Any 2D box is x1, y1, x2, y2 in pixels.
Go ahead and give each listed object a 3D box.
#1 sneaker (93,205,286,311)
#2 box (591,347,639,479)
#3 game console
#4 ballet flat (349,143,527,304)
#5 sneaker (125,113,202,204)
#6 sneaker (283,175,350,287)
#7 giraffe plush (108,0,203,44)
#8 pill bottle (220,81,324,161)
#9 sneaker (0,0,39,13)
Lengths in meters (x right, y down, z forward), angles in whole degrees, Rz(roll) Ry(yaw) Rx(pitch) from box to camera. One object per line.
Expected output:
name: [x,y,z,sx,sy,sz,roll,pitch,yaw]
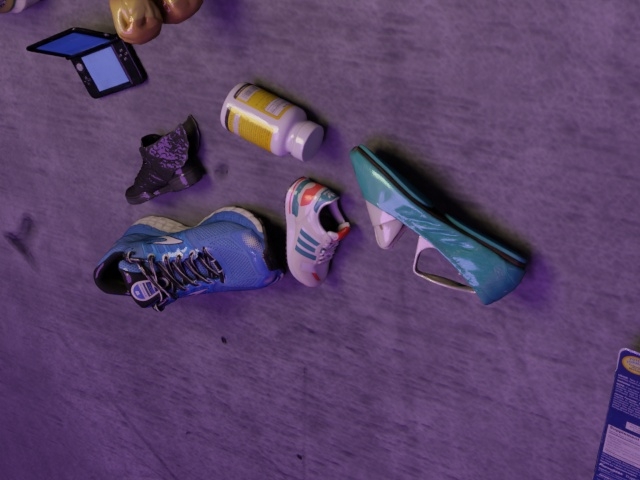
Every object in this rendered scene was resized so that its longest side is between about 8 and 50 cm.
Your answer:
sneaker: [-0.187,0.043,1.521,0.330,0.147,0.129,-6,117,42]
box: [0.392,0.217,1.253,0.136,0.036,0.225,22,134,26]
game console: [-0.311,-0.234,1.464,0.122,0.071,0.107,-8,116,44]
ballet flat: [0.115,-0.010,1.259,0.247,0.083,0.087,36,97,9]
sneaker: [-0.221,-0.108,1.507,0.170,0.051,0.089,-12,113,40]
sneaker: [0.000,0.000,1.396,0.075,0.057,0.161,21,130,35]
giraffe plush: [-0.240,-0.340,1.268,0.170,0.181,0.210,15,138,55]
pill bottle: [-0.057,-0.140,1.328,0.116,0.065,0.065,29,136,20]
sneaker: [-0.572,-0.385,1.480,0.410,0.182,0.158,20,133,28]
